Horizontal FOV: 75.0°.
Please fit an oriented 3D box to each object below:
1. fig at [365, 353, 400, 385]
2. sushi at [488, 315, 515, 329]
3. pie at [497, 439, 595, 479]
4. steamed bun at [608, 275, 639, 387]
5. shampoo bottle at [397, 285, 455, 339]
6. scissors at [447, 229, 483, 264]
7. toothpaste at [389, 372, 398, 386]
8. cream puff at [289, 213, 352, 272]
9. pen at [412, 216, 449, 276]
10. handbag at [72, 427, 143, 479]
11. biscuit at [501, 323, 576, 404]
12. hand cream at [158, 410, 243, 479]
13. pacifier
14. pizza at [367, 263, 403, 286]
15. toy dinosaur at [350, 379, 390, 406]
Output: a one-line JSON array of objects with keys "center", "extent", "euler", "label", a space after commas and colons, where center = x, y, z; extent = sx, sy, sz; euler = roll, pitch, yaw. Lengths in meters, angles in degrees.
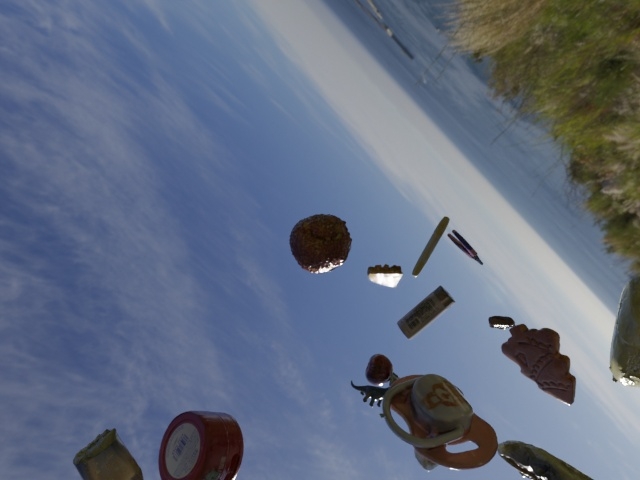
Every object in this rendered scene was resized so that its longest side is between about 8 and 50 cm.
[{"center": [0.249, 0.550, 1.727], "extent": [0.150, 0.128, 0.128], "euler": [55, -157, 13], "label": "fig"}, {"center": [0.711, 0.323, 1.640], "extent": [0.055, 0.120, 0.052], "euler": [48, -127, -30], "label": "sushi"}, {"center": [0.612, 0.600, 1.031], "extent": [0.337, 0.075, 0.337], "euler": [27, 163, 9], "label": "pie"}, {"center": [0.835, 0.244, 1.046], "extent": [0.232, 0.166, 0.273], "euler": [-48, -46, -38], "label": "steamed bun"}, {"center": [0.399, 0.274, 1.585], "extent": [0.056, 0.227, 0.086], "euler": [25, -156, -52], "label": "shampoo bottle"}, {"center": [0.364, 0.020, 1.041], "extent": [0.113, 0.012, 0.039], "euler": [48, 161, 8], "label": "scissors"}, {"center": [0.340, 0.613, 1.717], "extent": [0.205, 0.036, 0.056], "euler": [44, -137, -32], "label": "toothpaste"}, {"center": [0.001, 0.000, 1.553], "extent": [0.164, 0.239, 0.240], "euler": [86, 162, -53], "label": "cream puff"}, {"center": [0.368, 0.019, 1.384], "extent": [0.032, 0.234, 0.040], "euler": [30, 170, 7], "label": "pen"}, {"center": [-0.537, 0.567, 1.052], "extent": [0.117, 0.095, 0.173], "euler": [-29, -77, -28], "label": "handbag"}, {"center": [0.779, 0.436, 1.467], "extent": [0.043, 0.284, 0.306], "euler": [-23, -110, -24], "label": "biscuit"}, {"center": [-0.353, 0.619, 1.226], "extent": [0.149, 0.230, 0.230], "euler": [34, -156, -46], "label": "hand cream"}, {"center": [0.315, 0.492, 1.128], "extent": [0.273, 0.220, 0.332], "euler": [54, 179, -27], "label": "pacifier"}, {"center": [0.261, 0.131, 1.612], "extent": [0.175, 0.134, 0.046], "euler": [38, -136, -47], "label": "pizza"}, {"center": [0.285, 0.762, 2.176], "extent": [0.247, 0.188, 0.075], "euler": [32, -169, 22], "label": "toy dinosaur"}]
